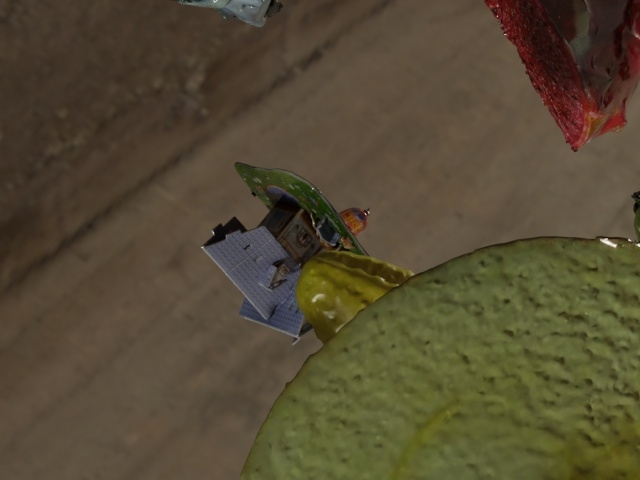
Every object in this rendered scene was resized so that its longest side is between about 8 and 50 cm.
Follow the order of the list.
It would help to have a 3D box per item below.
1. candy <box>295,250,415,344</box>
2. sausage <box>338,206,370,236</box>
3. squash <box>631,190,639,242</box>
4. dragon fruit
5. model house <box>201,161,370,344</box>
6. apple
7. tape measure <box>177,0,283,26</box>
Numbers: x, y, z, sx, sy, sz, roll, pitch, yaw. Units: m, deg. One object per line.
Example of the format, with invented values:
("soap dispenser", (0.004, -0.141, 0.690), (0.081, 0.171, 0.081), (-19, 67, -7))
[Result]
("candy", (0.069, 0.075, 1.161), (0.094, 0.199, 0.106), (-57, 179, -30))
("sausage", (0.000, 0.000, 1.895), (0.129, 0.034, 0.034), (-31, 158, -9))
("squash", (0.379, -0.006, 1.732), (0.318, 0.071, 0.080), (-166, -94, -78))
("dragon fruit", (0.265, -0.238, 1.710), (0.161, 0.274, 0.126), (-32, -173, -16))
("model house", (-0.024, 0.025, 1.440), (0.088, 0.117, 0.167), (-51, 128, -17))
("apple", (0.133, 0.136, 0.954), (0.346, 0.254, 0.179), (-19, -161, 8))
("tape measure", (-0.129, -0.296, 1.869), (0.182, 0.181, 0.107), (-38, 150, -84))
